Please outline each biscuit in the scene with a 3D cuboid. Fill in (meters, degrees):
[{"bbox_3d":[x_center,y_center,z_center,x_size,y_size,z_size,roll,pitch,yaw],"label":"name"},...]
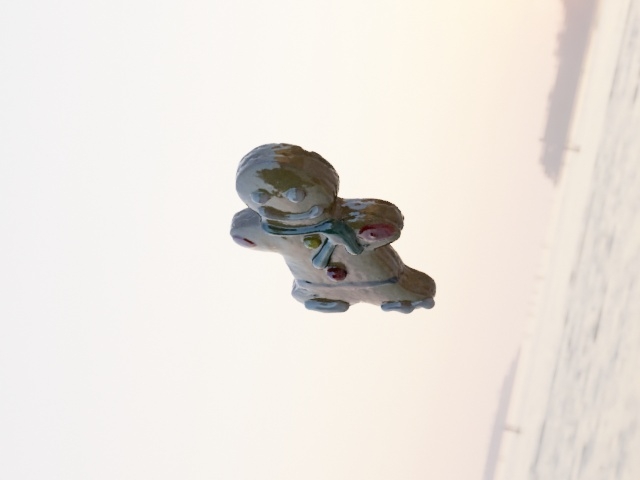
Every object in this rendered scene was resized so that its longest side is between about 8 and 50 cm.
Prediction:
[{"bbox_3d":[0.000,0.000,1.326,0.301,0.197,0.049,58,-146,-49],"label":"biscuit"}]
